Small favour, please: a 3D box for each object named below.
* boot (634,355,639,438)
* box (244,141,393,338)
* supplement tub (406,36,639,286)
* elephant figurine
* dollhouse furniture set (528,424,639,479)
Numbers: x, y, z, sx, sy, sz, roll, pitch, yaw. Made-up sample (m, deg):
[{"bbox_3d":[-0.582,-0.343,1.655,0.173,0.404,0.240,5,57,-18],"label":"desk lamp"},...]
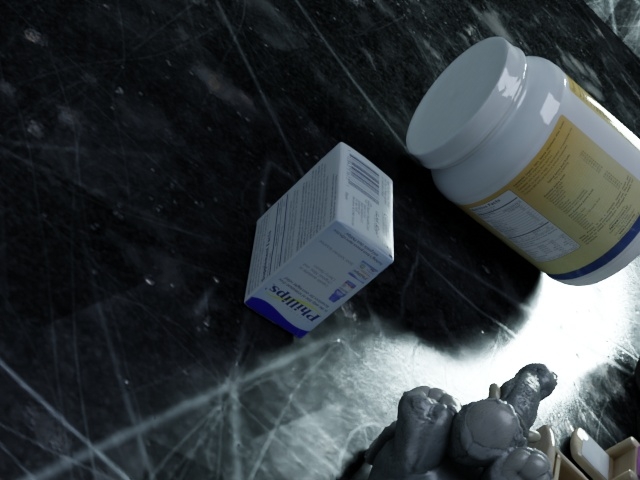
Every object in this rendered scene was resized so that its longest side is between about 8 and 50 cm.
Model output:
[{"bbox_3d":[0.588,0.242,1.347,0.280,0.096,0.264,27,34,-1],"label":"boot"},{"bbox_3d":[0.000,0.000,0.921,0.072,0.137,0.126,35,33,-22],"label":"box"},{"bbox_3d":[0.296,-0.107,1.324,0.316,0.228,0.228,36,33,-20],"label":"supplement tub"},{"bbox_3d":[0.126,0.202,0.853,0.239,0.185,0.170,10,78,-81],"label":"elephant figurine"},{"bbox_3d":[0.378,0.216,0.989,0.198,0.303,0.286,45,31,-6],"label":"dollhouse furniture set"}]
